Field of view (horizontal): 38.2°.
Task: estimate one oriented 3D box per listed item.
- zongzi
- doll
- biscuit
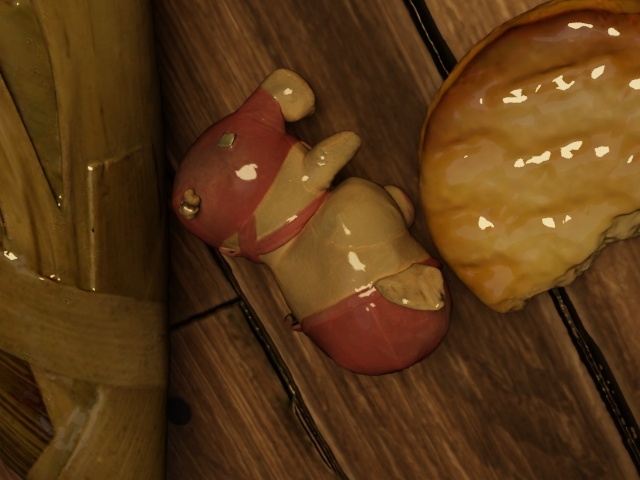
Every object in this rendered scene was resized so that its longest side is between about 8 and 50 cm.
[{"bbox_3d":[-0.153,-0.025,0.640,0.467,0.218,0.500,54,144,20],"label":"zongzi"},{"bbox_3d":[0.003,-0.003,0.765,0.152,0.196,0.256,-43,89,3],"label":"doll"},{"bbox_3d":[0.197,-0.078,0.703,0.274,0.091,0.213,-28,103,29],"label":"biscuit"}]
